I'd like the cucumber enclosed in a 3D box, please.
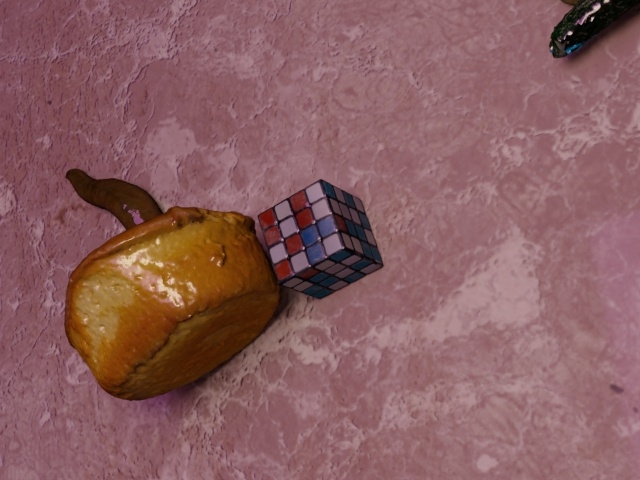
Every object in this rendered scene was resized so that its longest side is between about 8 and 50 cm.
[{"bbox_3d":[0.332,-0.272,1.231,0.257,0.043,0.044,-37,60,22],"label":"cucumber"}]

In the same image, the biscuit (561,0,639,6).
[{"bbox_3d":[0.327,-0.332,1.291,0.274,0.036,0.187,-11,72,29],"label":"biscuit"}]

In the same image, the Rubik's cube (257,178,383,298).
[{"bbox_3d":[0.000,0.000,1.372,0.092,0.092,0.092,-29,64,22],"label":"Rubik's cube"}]

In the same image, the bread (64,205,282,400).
[{"bbox_3d":[-0.164,0.069,1.373,0.268,0.268,0.145,-39,71,18],"label":"bread"}]

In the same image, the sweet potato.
[{"bbox_3d":[-0.255,-0.047,1.566,0.249,0.059,0.069,38,111,37],"label":"sweet potato"}]
